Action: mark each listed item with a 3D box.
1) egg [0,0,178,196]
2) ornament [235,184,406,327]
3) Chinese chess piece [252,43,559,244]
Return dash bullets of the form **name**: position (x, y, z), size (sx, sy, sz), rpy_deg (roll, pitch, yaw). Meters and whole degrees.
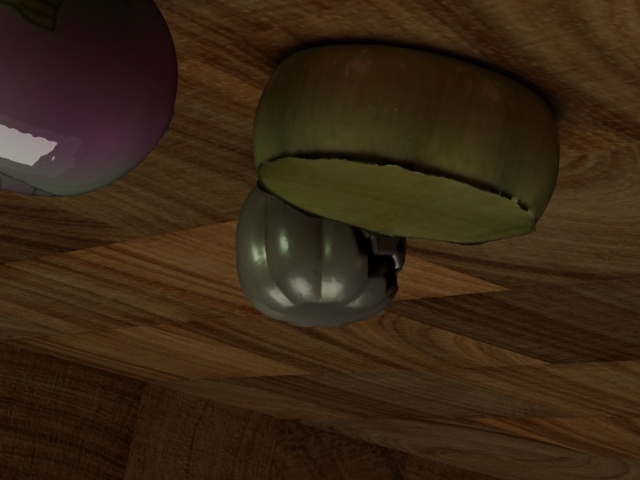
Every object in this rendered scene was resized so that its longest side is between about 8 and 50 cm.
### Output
- **egg**: position (-0.238, -0.134, 1.381), size (0.271, 0.196, 0.196), rpy_deg (6, 170, -20)
- **ornament**: position (0.000, 0.000, 1.899), size (0.177, 0.177, 0.177), rpy_deg (11, 168, 2)
- **Chinese chess piece**: position (0.071, -0.076, 1.575), size (0.257, 0.104, 0.257), rpy_deg (11, 168, 2)
